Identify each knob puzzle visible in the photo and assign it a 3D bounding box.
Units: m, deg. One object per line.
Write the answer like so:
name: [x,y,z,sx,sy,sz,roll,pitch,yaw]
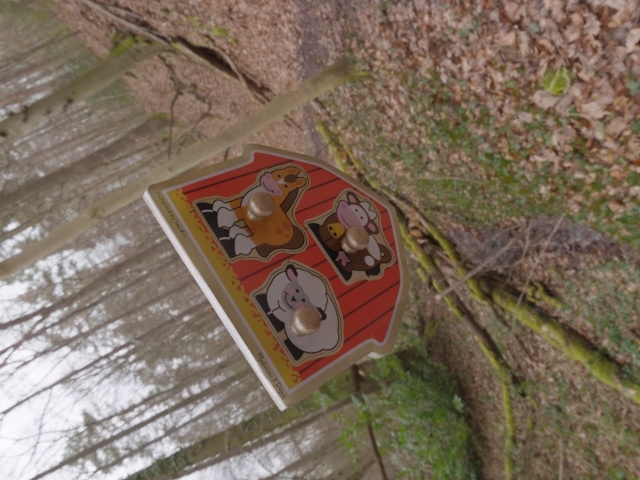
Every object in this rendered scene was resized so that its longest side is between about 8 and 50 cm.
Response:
knob puzzle: [0.000,0.000,0.385,0.213,0.213,0.030,59,138,12]
